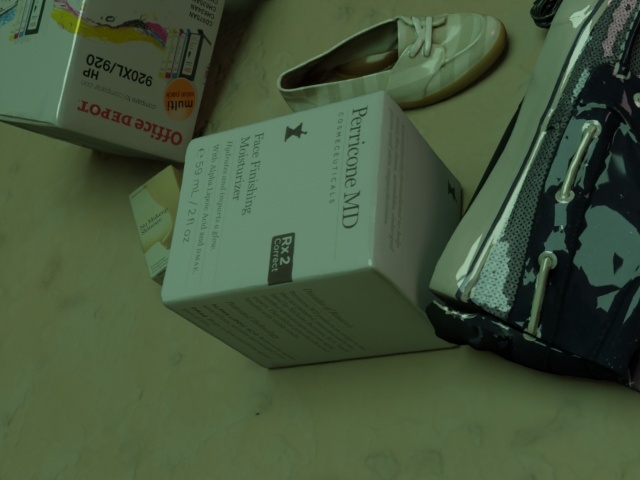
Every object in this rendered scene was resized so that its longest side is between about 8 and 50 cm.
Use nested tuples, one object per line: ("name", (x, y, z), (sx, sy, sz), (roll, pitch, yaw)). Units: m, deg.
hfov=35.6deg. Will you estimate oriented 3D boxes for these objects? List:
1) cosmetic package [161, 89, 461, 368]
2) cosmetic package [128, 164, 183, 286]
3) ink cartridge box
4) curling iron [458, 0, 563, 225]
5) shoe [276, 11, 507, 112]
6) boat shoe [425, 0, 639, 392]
("cosmetic package", (0.000, 0.000, 0.786), (0.184, 0.151, 0.151), (-12, 58, 28))
("cosmetic package", (-0.142, -0.012, 0.965), (0.060, 0.041, 0.115), (-36, 49, 12))
("ink cartridge box", (-0.222, -0.213, 1.016), (0.168, 0.171, 0.232), (13, 89, 40))
("curling iron", (0.172, -0.117, 0.819), (0.068, 0.035, 0.274), (9, 68, 42))
("shoe", (0.060, -0.159, 0.904), (0.219, 0.058, 0.076), (-16, 55, 26))
("boat shoe", (0.220, -0.055, 0.705), (0.158, 0.127, 0.340), (23, 86, 34))
